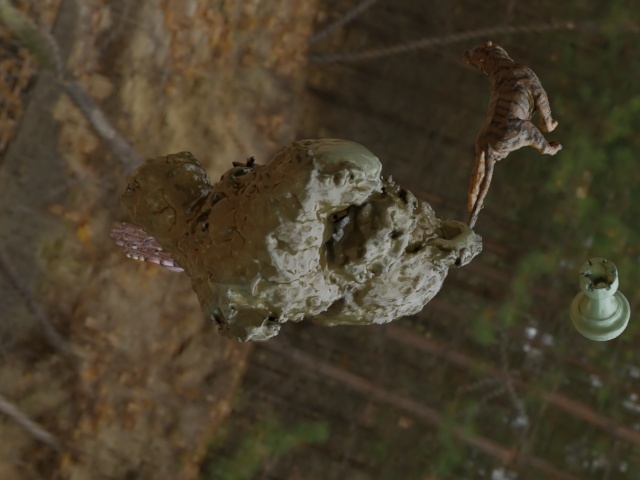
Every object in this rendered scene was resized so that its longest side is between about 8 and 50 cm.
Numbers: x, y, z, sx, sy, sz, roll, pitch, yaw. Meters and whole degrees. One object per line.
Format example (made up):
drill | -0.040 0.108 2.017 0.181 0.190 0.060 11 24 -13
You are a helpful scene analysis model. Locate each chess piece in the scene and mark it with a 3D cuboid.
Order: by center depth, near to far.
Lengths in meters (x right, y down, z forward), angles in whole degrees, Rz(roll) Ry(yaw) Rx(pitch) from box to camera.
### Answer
chess piece | 0.312 0.062 1.577 0.103 0.067 0.067 72 35 -56

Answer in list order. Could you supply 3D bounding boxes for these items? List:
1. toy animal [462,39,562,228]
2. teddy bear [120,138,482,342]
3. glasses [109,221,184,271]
toy animal | 0.228 -0.128 1.784 0.116 0.114 0.255 49 46 -43
teddy bear | 0.000 0.000 1.165 0.256 0.267 0.156 -2 89 -44
glasses | -0.191 -0.011 1.864 0.255 0.162 0.095 -153 -119 -68
